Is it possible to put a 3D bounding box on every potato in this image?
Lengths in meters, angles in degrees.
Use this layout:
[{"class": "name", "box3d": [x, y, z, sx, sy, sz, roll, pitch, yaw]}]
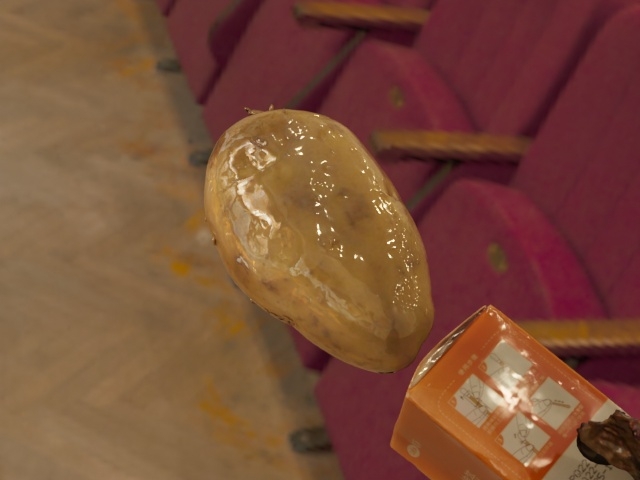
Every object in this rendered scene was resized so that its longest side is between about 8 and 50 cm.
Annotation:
[{"class": "potato", "box3d": [0.004, -0.003, 1.163, 0.235, 0.128, 0.161, 36, 68, 7]}]

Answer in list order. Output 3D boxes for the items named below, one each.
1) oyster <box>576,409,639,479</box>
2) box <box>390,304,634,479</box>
[{"class": "oyster", "box3d": [0.403, 0.220, 1.270, 0.361, 0.096, 0.221, 14, 2, 2]}, {"class": "box", "box3d": [0.245, 0.247, 1.516, 0.341, 0.225, 0.143, 38, 72, 12]}]
